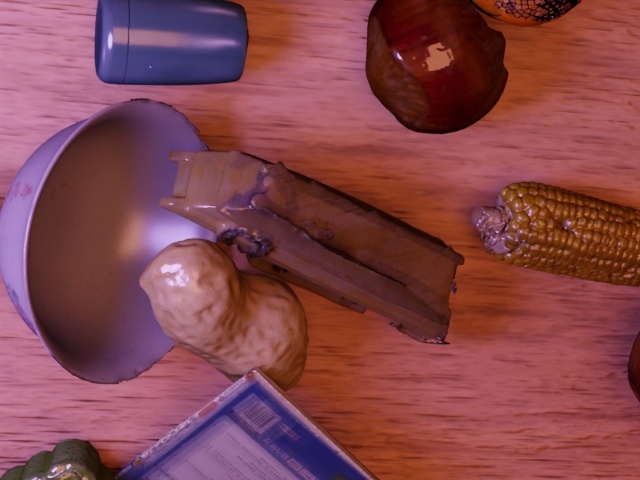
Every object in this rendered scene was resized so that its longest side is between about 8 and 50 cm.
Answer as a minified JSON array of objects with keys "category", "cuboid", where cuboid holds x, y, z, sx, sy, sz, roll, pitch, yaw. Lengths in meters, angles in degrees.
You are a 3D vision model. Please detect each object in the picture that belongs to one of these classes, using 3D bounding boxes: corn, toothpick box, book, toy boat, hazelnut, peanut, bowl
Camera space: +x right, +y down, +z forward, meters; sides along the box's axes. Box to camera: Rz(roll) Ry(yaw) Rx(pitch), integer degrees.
[{"category":"corn","cuboid":[0.354,-0.001,1.905,0.321,0.119,0.119,15,96,-15]},{"category":"toothpick box","cuboid":[-0.181,-0.247,1.759,0.184,0.120,0.120,2,98,-14]},{"category":"book","cuboid":[-0.110,0.316,1.835,0.322,0.018,0.228,-37,106,28]},{"category":"toy boat","cuboid":[0.000,0.000,1.799,0.445,0.162,0.136,26,64,-32]},{"category":"hazelnut","cuboid":[0.141,-0.225,1.814,0.161,0.170,0.202,-63,146,-25]},{"category":"peanut","cuboid":[-0.103,0.091,1.764,0.147,0.147,0.319,-44,141,-2]},{"category":"bowl","cuboid":[-0.285,-0.009,1.730,0.157,0.345,0.346,11,99,32]}]

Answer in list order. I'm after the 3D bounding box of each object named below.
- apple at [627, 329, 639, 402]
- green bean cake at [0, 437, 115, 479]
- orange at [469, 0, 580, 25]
[{"category":"apple","cuboid":[0.522,0.183,1.901,0.253,0.253,0.254,-2,99,-11]},{"category":"green bean cake","cuboid":[-0.331,0.402,1.819,0.222,0.125,0.248,-33,105,3]},{"category":"orange","cuboid":[0.256,-0.381,1.763,0.182,0.234,0.234,20,95,-14]}]
